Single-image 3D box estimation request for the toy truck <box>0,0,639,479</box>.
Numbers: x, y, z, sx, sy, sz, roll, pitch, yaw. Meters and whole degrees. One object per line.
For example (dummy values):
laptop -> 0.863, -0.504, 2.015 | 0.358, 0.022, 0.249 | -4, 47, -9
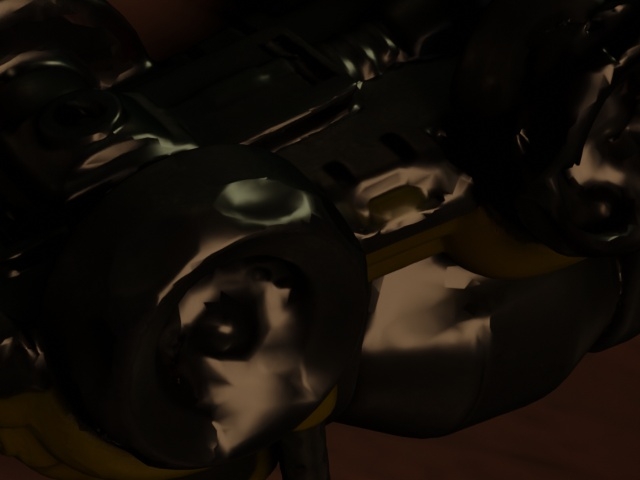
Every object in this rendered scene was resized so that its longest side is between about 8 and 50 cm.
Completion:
toy truck -> 0.000, 0.000, 0.476 | 0.224, 0.147, 0.165 | -27, 134, -23
